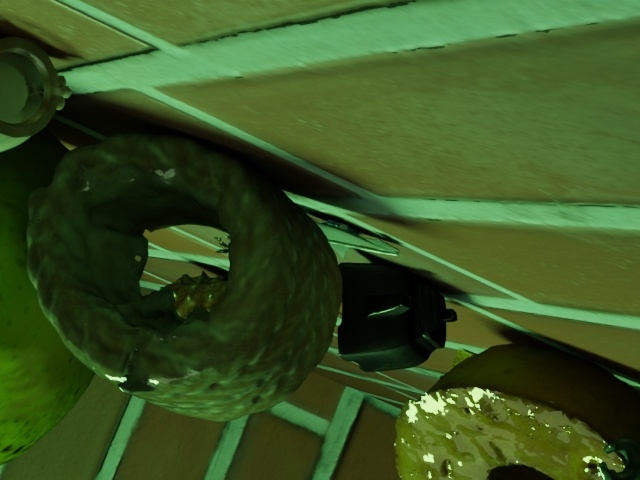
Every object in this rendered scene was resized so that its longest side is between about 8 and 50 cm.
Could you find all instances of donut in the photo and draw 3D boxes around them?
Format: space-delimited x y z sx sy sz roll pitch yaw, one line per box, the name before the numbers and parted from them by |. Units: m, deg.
donut | 0.216 0.211 1.905 0.277 0.108 0.277 20 138 19

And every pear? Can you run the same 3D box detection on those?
pear | -0.356 0.026 1.660 0.391 0.391 0.391 22 174 3

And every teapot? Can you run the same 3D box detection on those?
teapot | 0.075 0.069 1.769 0.096 0.087 0.177 -3 167 13

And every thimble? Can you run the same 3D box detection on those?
thimble | -0.105 0.023 1.490 0.229 0.196 0.148 51 -175 28

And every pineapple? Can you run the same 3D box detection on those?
pineapple | -0.094 0.116 2.500 0.278 0.158 0.158 -2 158 46

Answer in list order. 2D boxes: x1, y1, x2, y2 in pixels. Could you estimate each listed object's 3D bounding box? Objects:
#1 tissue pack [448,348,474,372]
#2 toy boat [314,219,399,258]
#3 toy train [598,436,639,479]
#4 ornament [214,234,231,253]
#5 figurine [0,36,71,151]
tissue pack | 0.236 0.188 2.253 0.176 0.062 0.095 20 171 27
toy boat | -0.011 -0.005 1.614 0.105 0.034 0.149 24 174 -30
toy train | 0.450 0.262 1.718 0.429 0.178 0.249 24 162 -13
ornament | -0.051 0.019 1.986 0.125 0.028 0.073 24 174 -28
figurine | -0.244 -0.097 1.350 0.132 0.132 0.153 27 159 -37
